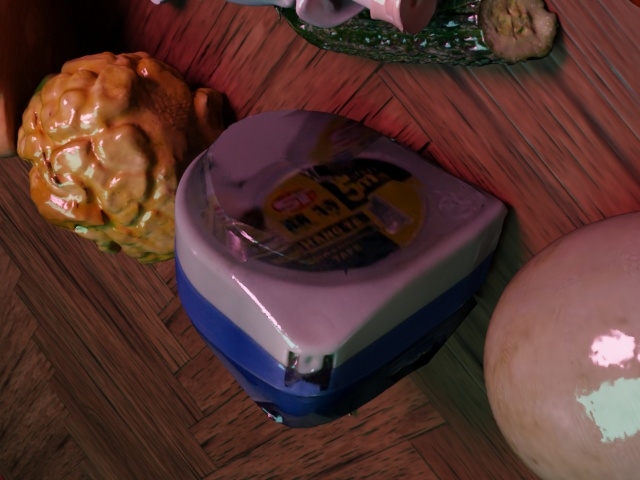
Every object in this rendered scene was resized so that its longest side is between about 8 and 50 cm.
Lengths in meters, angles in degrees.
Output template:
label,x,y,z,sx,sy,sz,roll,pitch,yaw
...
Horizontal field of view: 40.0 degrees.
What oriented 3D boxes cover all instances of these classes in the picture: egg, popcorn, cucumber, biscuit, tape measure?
label,x,y,z,sx,sy,sz,roll,pitch,yaw
egg,0.256,0.084,0.612,0.295,0.218,0.218,-13,108,42
popcorn,-0.207,-0.098,0.963,0.190,0.250,0.250,-2,117,29
cucumber,0.063,-0.185,0.736,0.265,0.077,0.077,14,127,43
biscuit,-0.338,-0.221,0.970,0.355,0.052,0.275,87,-176,-86
tape measure,0.002,0.000,0.795,0.262,0.259,0.138,42,140,23

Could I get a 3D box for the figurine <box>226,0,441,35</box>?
label,x,y,z,sx,sy,sz,roll,pitch,yaw
figurine,-0.020,-0.242,0.695,0.276,0.200,0.133,29,161,40

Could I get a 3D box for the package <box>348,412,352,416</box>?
label,x,y,z,sx,sy,sz,roll,pitch,yaw
package,0.005,0.157,1.085,0.108,0.031,0.121,38,145,21

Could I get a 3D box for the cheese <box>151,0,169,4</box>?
label,x,y,z,sx,sy,sz,roll,pitch,yaw
cheese,-0.244,-0.337,0.958,0.235,0.049,0.127,45,141,14

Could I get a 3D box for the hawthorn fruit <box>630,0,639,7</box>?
label,x,y,z,sx,sy,sz,roll,pitch,yaw
hawthorn fruit,0.216,-0.196,0.526,0.125,0.140,0.125,166,90,-80
